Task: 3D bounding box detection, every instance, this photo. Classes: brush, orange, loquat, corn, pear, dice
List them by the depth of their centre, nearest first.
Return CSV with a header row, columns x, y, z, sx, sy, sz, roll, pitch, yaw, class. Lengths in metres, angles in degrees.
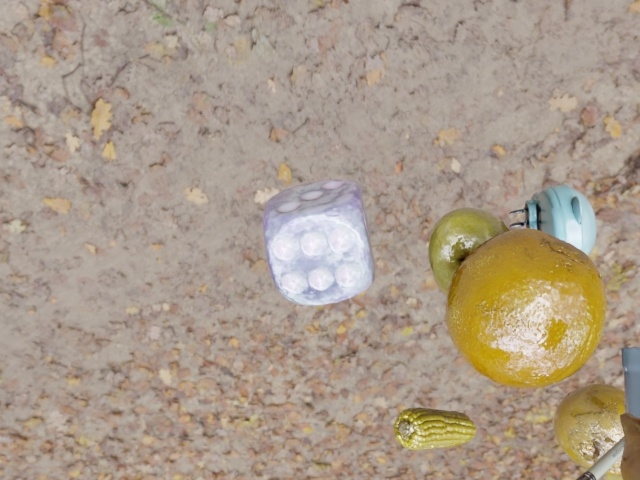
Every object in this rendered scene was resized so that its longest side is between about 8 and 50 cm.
x,y,z,sx,sy,sz,roll,pitch,yaw,class
0.354,0.117,0.934,0.274,0.274,0.274,-2,126,-3,orange
0.492,0.421,0.960,0.299,0.039,0.042,-19,88,-31,brush
0.238,0.378,1.081,0.231,0.080,0.080,14,127,-41,corn
0.341,0.039,1.188,0.188,0.229,0.211,-20,167,28,pear
0.733,0.488,1.385,0.235,0.235,0.235,-2,126,-3,loquat
0.000,0.000,1.461,0.270,0.271,0.270,-9,113,7,dice

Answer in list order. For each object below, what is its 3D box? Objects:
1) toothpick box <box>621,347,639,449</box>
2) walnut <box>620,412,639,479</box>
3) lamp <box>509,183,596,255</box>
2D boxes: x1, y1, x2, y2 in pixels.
x,y,z,sx,sy,sz,roll,pitch,yaw,class
0.435,0.216,0.667,0.101,0.153,0.101,6,166,2,toothpick box
0.361,0.248,0.455,0.137,0.245,0.137,-39,157,-20,walnut
0.606,-0.042,1.365,0.147,0.284,0.209,-9,105,-9,lamp
